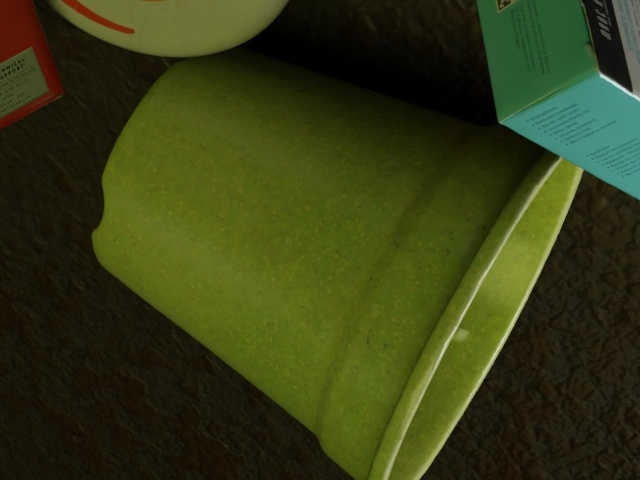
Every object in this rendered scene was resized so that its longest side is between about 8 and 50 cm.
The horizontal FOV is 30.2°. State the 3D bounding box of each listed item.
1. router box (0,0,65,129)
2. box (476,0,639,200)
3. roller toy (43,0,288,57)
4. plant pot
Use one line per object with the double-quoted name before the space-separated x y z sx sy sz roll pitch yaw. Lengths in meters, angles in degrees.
"router box" -0.318 -0.240 0.727 0.335 0.082 0.301 26 141 44
"box" 0.188 -0.076 0.654 0.244 0.100 0.060 21 143 -40
"roller toy" -0.086 -0.219 0.701 0.191 0.146 0.209 -19 128 36
"plant pot" 0.000 0.000 0.788 0.254 0.276 0.276 28 134 15
